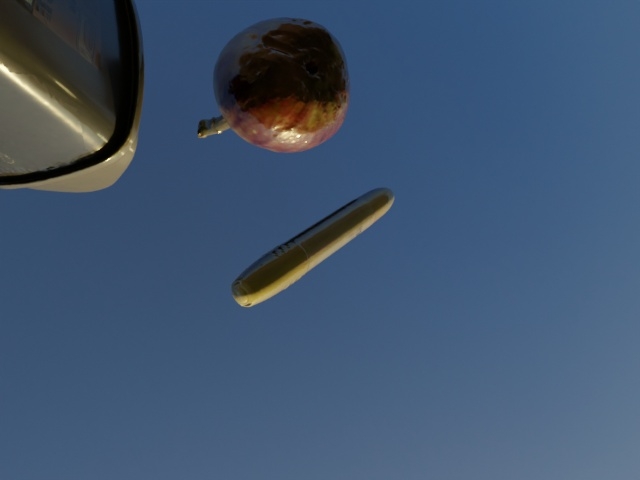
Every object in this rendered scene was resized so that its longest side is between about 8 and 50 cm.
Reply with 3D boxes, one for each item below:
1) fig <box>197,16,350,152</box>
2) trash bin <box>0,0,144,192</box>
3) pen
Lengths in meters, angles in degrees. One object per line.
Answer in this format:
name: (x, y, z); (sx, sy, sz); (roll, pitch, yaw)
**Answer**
fig: (-0.076, -0.178, 0.856); (0.160, 0.231, 0.143); (-49, -46, -29)
trash bin: (-0.270, -0.172, 0.640); (0.183, 0.290, 0.209); (-10, -110, 13)
pen: (0.000, 0.000, 0.632); (0.233, 0.040, 0.032); (-33, -82, -51)
